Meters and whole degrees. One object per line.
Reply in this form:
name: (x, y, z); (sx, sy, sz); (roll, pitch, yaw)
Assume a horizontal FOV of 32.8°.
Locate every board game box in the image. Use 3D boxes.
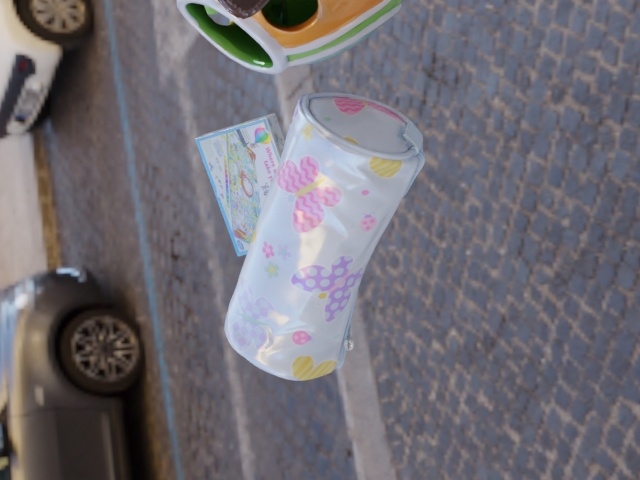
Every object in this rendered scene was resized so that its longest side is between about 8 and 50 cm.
board game box: (-0.077, -0.065, 1.303); (0.103, 0.026, 0.154); (-12, 103, 28)

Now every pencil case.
pencil case: (0.000, 0.000, 1.001); (0.124, 0.113, 0.273); (29, 121, 16)

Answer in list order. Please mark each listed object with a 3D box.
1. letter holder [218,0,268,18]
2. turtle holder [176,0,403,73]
letter holder: (-0.009, -0.327, 0.747); (0.152, 0.214, 0.302); (-13, 39, 40)
turtle holder: (-0.049, -0.299, 1.082); (0.320, 0.243, 0.227); (29, 80, 34)
